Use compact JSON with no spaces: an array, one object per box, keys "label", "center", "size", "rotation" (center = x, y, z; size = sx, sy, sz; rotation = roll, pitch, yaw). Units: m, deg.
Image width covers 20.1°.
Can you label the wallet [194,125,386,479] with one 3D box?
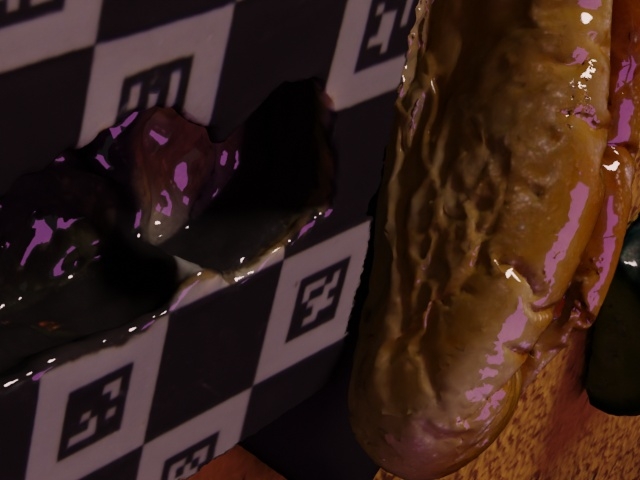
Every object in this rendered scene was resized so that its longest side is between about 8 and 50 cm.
[{"label":"wallet","center":[0.000,0.000,0.605],"size":[0.149,0.044,0.250],"rotation":[-61,154,-11]}]

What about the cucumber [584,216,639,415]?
[{"label":"cucumber","center":[0.196,0.031,0.981],"size":[0.115,0.062,0.116],"rotation":[-38,144,-34]}]

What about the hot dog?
[{"label":"hot dog","center":[0.060,-0.045,0.557],"size":[0.084,0.073,0.242],"rotation":[11,85,-68]}]

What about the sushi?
[{"label":"sushi","center":[-0.068,-0.003,0.429],"size":[0.215,0.050,0.192],"rotation":[-29,142,-41]}]
